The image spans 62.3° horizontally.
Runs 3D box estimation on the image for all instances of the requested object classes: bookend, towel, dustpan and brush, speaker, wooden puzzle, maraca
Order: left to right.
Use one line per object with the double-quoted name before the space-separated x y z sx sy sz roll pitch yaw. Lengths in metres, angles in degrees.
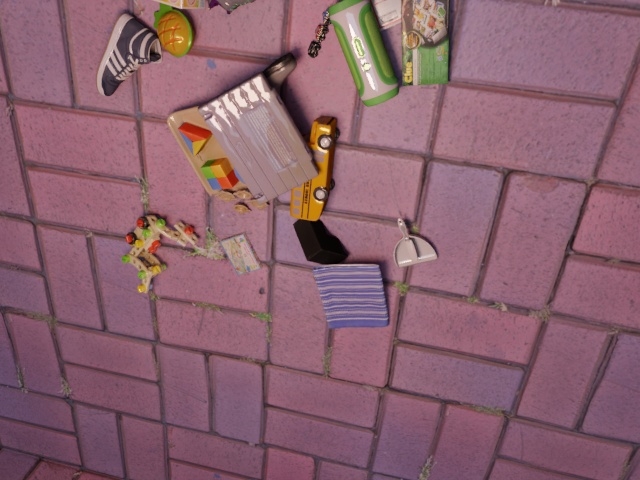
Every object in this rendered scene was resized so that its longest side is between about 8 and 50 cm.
"maraca" -0.457 -0.654 1.636 0.127 0.099 0.185 -42 77 30
"wooden puzzle" -0.310 -0.291 1.733 0.348 0.080 0.322 -6 126 30
"bookend" 0.000 0.000 1.867 0.072 0.156 0.157 -38 59 27
"towel" 0.114 0.212 1.929 0.243 0.040 0.336 -2 134 13
"speaker" 0.128 -0.547 1.531 0.131 0.131 0.296 -17 112 21
"dustpan and brush" 0.304 0.006 1.815 0.147 0.060 0.211 -15 113 20

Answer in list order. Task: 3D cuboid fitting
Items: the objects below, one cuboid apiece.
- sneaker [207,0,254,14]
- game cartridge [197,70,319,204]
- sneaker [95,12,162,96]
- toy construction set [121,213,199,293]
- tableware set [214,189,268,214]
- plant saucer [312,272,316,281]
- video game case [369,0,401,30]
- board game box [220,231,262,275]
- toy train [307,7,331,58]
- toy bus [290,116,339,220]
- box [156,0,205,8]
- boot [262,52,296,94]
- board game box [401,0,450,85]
"sneaker" -0.237 -0.719 1.566 0.224 0.083 0.098 15 130 18
"game cartridge" -0.178 -0.303 1.610 0.230 0.068 0.355 -27 116 8
"sneaker" -0.616 -0.566 1.714 0.153 0.099 0.282 31 117 -2
"toy construction set" -0.621 0.028 1.995 0.328 0.151 0.215 -39 78 19
"tableware set" -0.276 -0.138 1.858 0.141 0.020 0.169 -10 151 32
"plant saucer" 0.013 0.129 1.975 0.083 0.015 0.083 5 118 10
"video game case" 0.205 -0.757 1.462 0.204 0.025 0.285 -16 112 21
"board game box" -0.299 0.051 2.002 0.103 0.026 0.154 -16 112 21
"toy train" 0.002 -0.623 1.581 0.036 0.027 0.158 34 120 7
"toy bus" -0.021 -0.236 1.741 0.130 0.108 0.332 11 119 10
"box" -0.439 -0.753 1.540 0.203 0.103 0.114 24 121 22
"boot" -0.138 -0.417 1.680 0.223 0.118 0.338 46 131 -15
"board game box" 0.299 -0.576 1.514 0.136 0.030 0.259 0 123 9
